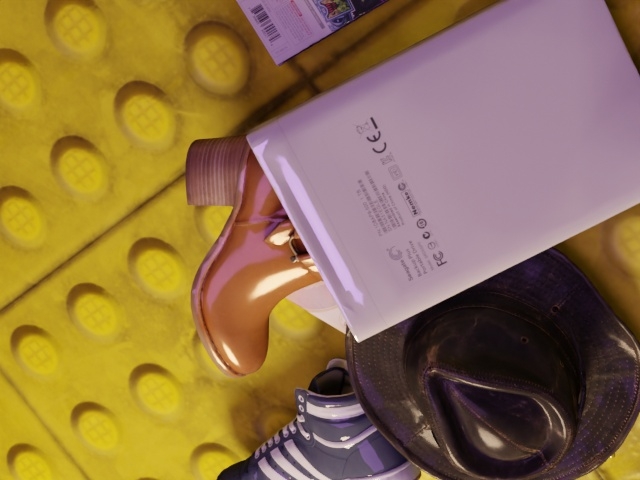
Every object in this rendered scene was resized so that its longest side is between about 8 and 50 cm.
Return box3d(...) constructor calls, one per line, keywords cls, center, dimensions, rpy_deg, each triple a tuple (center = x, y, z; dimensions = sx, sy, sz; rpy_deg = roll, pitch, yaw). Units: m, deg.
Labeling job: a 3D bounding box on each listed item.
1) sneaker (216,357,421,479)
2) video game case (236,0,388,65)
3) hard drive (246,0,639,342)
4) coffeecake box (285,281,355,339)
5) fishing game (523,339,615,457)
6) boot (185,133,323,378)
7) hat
box3d(cls="sneaker", center=(-0.025, 0.230, 1.681), dimensions=(0.282, 0.099, 0.153), rpy_deg=(-12, 105, 34))
box3d(cls="video game case", center=(-0.022, -0.320, 1.425), dimensions=(0.210, 0.042, 0.232), rpy_deg=(-27, 101, 35))
box3d(cls="hard drive", center=(0.139, -0.082, 1.364), dimensions=(0.353, 0.047, 0.233), rpy_deg=(-27, 102, 6))
box3d(cls="coffeecake box", center=(0.000, 0.000, 1.564), dimensions=(0.185, 0.068, 0.142), rpy_deg=(30, 123, 10))
box3d(cls="fishing game", center=(0.193, 0.186, 1.581), dimensions=(0.264, 0.041, 0.189), rpy_deg=(5, 114, 26))
box3d(cls="boot", center=(-0.019, 0.021, 1.492), dimensions=(0.220, 0.109, 0.283), rpy_deg=(3, 106, 20))
box3d(cls="hat", center=(0.169, 0.158, 1.473), dimensions=(0.331, 0.134, 0.331), rpy_deg=(5, 116, 11))
